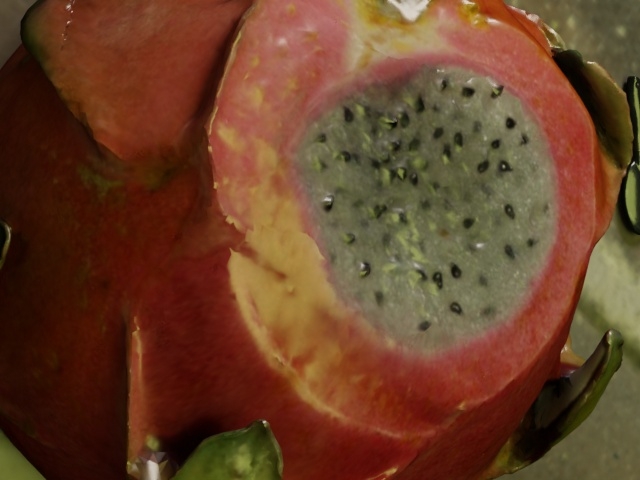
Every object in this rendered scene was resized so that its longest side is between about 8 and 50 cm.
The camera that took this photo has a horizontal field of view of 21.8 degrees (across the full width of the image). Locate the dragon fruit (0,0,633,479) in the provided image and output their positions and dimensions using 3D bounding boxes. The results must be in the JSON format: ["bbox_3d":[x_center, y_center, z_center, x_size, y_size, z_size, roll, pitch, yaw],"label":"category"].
[{"bbox_3d":[0.000,0.000,0.663,0.290,0.189,0.291,-3,96,-30],"label":"dragon fruit"}]

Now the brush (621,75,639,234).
[{"bbox_3d":[0.165,-0.044,0.863,0.024,0.008,0.083,-8,97,-28],"label":"brush"}]
